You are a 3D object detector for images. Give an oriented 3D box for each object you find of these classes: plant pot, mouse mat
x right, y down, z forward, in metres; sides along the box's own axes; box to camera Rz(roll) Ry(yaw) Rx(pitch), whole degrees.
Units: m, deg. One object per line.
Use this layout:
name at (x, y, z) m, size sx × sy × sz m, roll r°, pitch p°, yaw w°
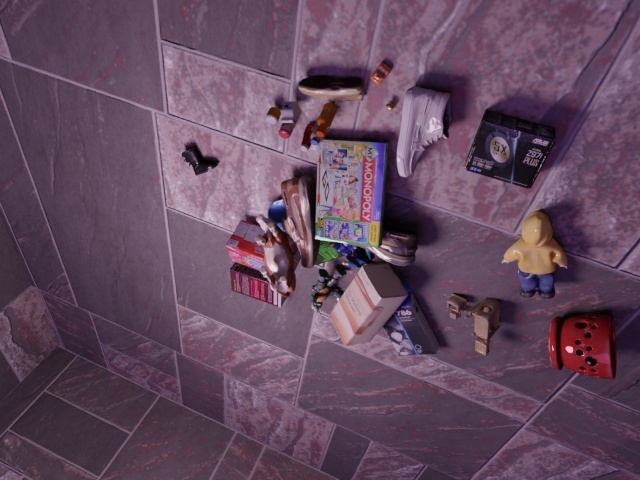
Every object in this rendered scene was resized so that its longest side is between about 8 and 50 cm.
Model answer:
plant pot at (0.811, 0.320, 1.402) m, size 0.174 × 0.191 × 0.191 m, roll -1°, pitch 127°, yaw 37°
mouse mat at (0.000, 0.000, 1.639) m, size 0.152 × 0.007 × 0.190 m, roll -21°, pitch 119°, yaw 19°

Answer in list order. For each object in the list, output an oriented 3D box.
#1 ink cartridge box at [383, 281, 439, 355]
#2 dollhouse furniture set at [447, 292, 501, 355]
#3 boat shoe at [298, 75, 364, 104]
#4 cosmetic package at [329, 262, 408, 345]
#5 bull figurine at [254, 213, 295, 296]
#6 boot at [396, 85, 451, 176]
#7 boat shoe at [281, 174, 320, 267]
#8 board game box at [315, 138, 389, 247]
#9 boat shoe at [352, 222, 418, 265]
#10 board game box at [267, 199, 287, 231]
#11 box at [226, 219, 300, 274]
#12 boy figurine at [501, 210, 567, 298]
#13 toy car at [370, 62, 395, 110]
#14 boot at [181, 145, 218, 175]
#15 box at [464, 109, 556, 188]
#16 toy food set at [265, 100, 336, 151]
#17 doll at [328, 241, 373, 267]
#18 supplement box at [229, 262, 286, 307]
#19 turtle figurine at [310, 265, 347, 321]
ink cartridge box at (0.315, 0.307, 1.728) m, size 0.165 × 0.065 × 0.333 m, roll -14°, pitch 119°, yaw 36°
dollhouse furniture set at (0.540, 0.279, 1.593) m, size 0.160 × 0.101 × 0.182 m, roll 26°, pitch 141°, yaw 41°
boat shoe at (0.029, -0.414, 1.272) m, size 0.189 × 0.068 × 0.072 m, roll 12°, pitch 147°, yaw 20°
cosmetic package at (0.166, 0.235, 1.637) m, size 0.153 × 0.129 × 0.296 m, roll 61°, pitch 138°, yaw 35°
bull figurine at (-0.155, 0.038, 1.535) m, size 0.101 × 0.188 × 0.311 m, roll -20°, pitch 78°, yaw 7°
boot at (0.284, -0.279, 1.226) m, size 0.123 × 0.095 × 0.258 m, roll 17°, pitch 132°, yaw 23°
boat shoe at (-0.070, -0.062, 1.546) m, size 0.116 × 0.123 × 0.325 m, roll 0°, pitch 107°, yaw 15°
board game box at (0.093, -0.147, 1.391) m, size 0.213 × 0.046 × 0.318 m, roll 8°, pitch 107°, yaw 22°
boat shoe at (0.161, -0.041, 1.492) m, size 0.355 × 0.132 × 0.130 m, roll 23°, pitch 109°, yaw 14°
board game box at (-0.106, -0.087, 1.635) m, size 0.168 × 0.033 × 0.133 m, roll 34°, pitch 131°, yaw -11°
box at (-0.208, 0.039, 1.708) m, size 0.256 × 0.128 × 0.123 m, roll 19°, pitch 151°, yaw 12°
boy figurine at (0.626, 0.044, 1.328) m, size 0.177 × 0.092 × 0.285 m, roll -1°, pitch 125°, yaw 28°
toy car at (0.179, -0.409, 1.211) m, size 0.060 × 0.041 × 0.122 m, roll -24°, pitch 113°, yaw 39°
boot at (-0.436, -0.292, 1.625) m, size 0.121 × 0.045 × 0.099 m, roll -11°, pitch 118°, yaw 34°
box at (0.488, -0.236, 1.173) m, size 0.180 × 0.078 × 0.147 m, roll 20°, pitch 133°, yaw 11°
toy food set at (-0.062, -0.332, 1.332) m, size 0.232 × 0.105 × 0.111 m, roll 7°, pitch 152°, yaw 25°
doll at (0.120, 0.052, 1.624) m, size 0.189 × 0.046 × 0.129 m, roll 37°, pitch 125°, yaw -15°
supplement box at (-0.260, 0.182, 1.908) m, size 0.239 × 0.073 × 0.130 m, roll 17°, pitch 132°, yaw 12°
turtle figurine at (0.015, 0.207, 1.744) m, size 0.118 × 0.175 × 0.234 m, roll 37°, pitch 130°, yaw 28°
